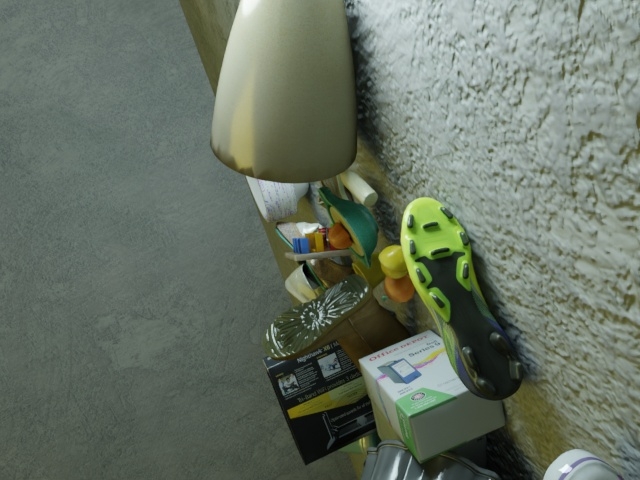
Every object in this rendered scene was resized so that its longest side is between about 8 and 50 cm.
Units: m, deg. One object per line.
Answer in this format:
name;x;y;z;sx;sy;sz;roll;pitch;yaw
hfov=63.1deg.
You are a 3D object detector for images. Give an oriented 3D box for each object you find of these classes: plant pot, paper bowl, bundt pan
plant pot;-0.050;-0.274;0.829;0.256;0.257;0.274;-122;29;-43
paper bowl;-0.133;-0.204;1.496;0.284;0.148;0.284;158;90;-79
bundt pan;0.196;0.484;0.857;0.331;0.124;0.330;20;135;21

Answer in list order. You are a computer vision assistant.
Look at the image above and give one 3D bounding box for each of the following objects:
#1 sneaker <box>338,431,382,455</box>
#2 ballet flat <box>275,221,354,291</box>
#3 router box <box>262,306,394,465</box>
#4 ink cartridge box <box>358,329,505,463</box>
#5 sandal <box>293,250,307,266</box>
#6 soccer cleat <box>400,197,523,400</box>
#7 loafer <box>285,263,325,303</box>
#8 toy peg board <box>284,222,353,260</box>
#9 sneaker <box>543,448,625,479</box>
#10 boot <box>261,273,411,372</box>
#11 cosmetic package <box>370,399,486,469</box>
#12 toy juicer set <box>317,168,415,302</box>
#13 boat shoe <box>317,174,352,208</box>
sneaker;0.053;0.392;1.353;0.127;0.208;0.319;60;-153;-48
ballet flat;-0.010;0.019;1.437;0.316;0.106;0.108;48;-167;35
router box;0.056;0.323;1.180;0.081;0.309;0.242;-161;51;-75
ink cartridge box;0.177;0.249;0.875;0.212;0.154;0.093;-148;40;-72
sandal;0.019;0.117;1.547;0.086;0.120;0.302;0;-113;-68
soccer cleat;0.180;0.081;0.721;0.121;0.093;0.289;94;154;-80
loafer;0.018;0.158;1.437;0.269;0.102;0.092;33;124;18
toy peg board;0.000;0.000;1.267;0.161;0.161;0.079;-179;84;-78
sneaker;0.333;0.338;0.495;0.282;0.102;0.161;59;166;-7
boot;0.047;0.204;1.014;0.269;0.236;0.089;54;-172;-48
cosmetic package;0.207;0.380;1.029;0.224;0.138;0.224;-129;20;-52
toy juicer set;0.068;-0.008;0.938;0.329;0.089;0.209;62;171;-29
boat shoe;0.027;-0.092;1.150;0.068;0.072;0.190;-138;28;-65
